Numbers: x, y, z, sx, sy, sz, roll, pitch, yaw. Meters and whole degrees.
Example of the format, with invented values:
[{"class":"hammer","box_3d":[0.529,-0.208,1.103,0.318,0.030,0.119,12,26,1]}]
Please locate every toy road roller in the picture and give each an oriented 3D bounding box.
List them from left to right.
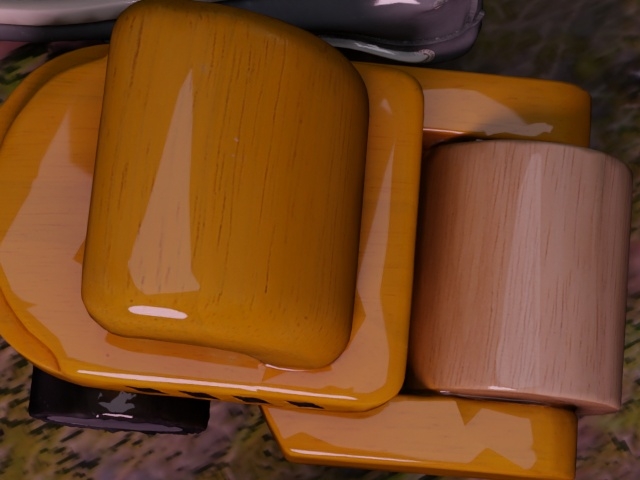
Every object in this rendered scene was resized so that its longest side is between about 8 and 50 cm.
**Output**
[{"class":"toy road roller","box_3d":[0.000,0.000,0.667,0.329,0.240,0.202,6,78,-3]}]

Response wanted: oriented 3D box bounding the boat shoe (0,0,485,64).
[{"class":"boat shoe","box_3d":[-0.067,-0.130,0.753,0.319,0.099,0.116,-2,50,15]}]
